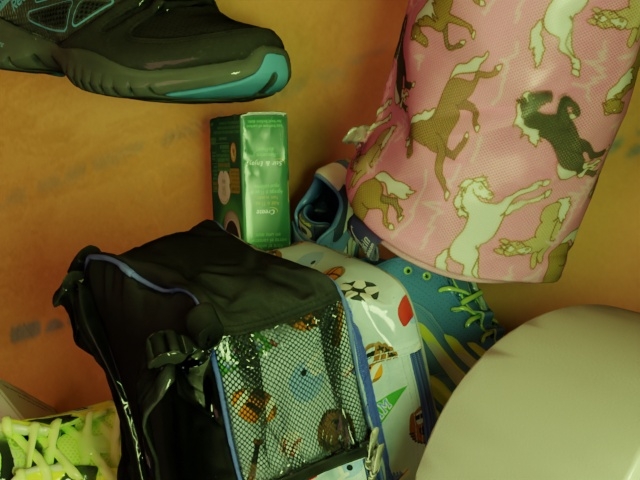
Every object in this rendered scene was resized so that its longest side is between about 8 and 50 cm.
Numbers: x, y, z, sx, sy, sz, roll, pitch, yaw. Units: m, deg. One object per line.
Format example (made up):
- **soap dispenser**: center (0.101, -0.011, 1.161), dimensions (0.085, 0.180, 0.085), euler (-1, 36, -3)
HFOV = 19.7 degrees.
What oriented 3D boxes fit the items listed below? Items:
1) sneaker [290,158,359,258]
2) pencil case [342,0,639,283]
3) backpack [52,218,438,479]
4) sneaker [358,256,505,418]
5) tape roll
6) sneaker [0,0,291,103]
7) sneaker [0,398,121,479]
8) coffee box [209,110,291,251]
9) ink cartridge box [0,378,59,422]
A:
- **sneaker**: center (0.000, 0.000, 1.400), dimensions (0.053, 0.059, 0.144), euler (34, 117, 34)
- **pencil case**: center (0.134, -0.163, 1.197), dimensions (0.160, 0.167, 0.386), euler (-107, 32, -66)
- **backpack**: center (-0.043, 0.129, 1.241), dimensions (0.276, 0.213, 0.263), euler (-153, 56, -66)
- **sneaker**: center (0.092, 0.070, 1.299), dimensions (0.240, 0.091, 0.126), euler (14, 103, 42)
- **tape roll**: center (0.199, 0.170, 1.082), dimensions (0.169, 0.246, 0.246), euler (14, 104, 57)
- **sneaker**: center (-0.160, -0.188, 1.490), dimensions (0.341, 0.125, 0.139), euler (15, 99, 39)
- **sneaker**: center (-0.180, 0.192, 1.418), dimensions (0.385, 0.147, 0.145), euler (-25, 56, 0)
- **coffee box**: center (-0.054, -0.006, 1.432), dimensions (0.113, 0.040, 0.184), euler (-176, 83, -74)
- **ink cartridge box**: center (-0.251, 0.301, 1.559), dimensions (0.223, 0.129, 0.307), euler (-46, 59, 1)
